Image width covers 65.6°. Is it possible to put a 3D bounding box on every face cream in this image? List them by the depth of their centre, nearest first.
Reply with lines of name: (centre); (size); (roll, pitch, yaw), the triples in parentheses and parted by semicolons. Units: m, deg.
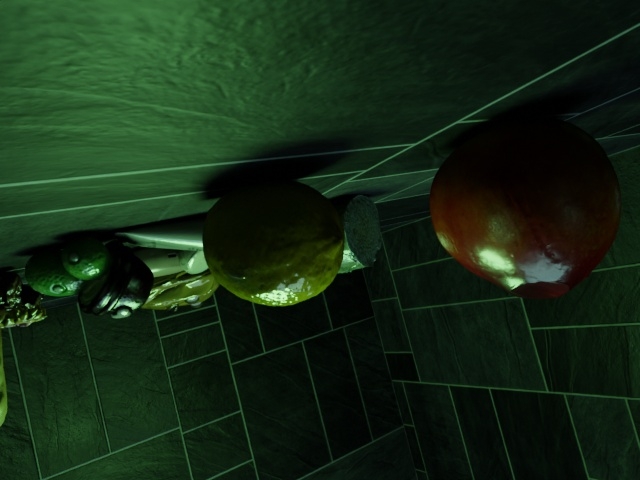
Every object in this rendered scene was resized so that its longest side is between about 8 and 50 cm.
face cream: (-0.315, -0.015, 1.179); (0.314, 0.089, 0.143); (-1, 172, -17)

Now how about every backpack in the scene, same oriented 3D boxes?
backpack: (-0.592, 0.188, 2.051); (0.377, 0.201, 0.353); (-17, 172, -12)

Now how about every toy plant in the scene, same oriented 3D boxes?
toy plant: (-0.510, 0.075, 1.106); (0.218, 0.176, 0.235); (-26, 137, 35)

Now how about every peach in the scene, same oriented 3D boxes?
peach: (0.431, -0.065, 1.053); (0.387, 0.389, 0.388); (-14, 176, -1)

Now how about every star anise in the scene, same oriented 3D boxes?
star anise: (-0.807, 0.145, 1.252); (0.190, 0.126, 0.220); (-17, 174, -14)

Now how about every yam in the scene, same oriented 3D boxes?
yam: (0.000, 0.000, 1.542); (0.347, 0.241, 0.241); (-14, 176, 21)

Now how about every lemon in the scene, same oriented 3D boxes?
lemon: (-0.096, 0.004, 0.970); (0.310, 0.254, 0.253); (2, -177, 26)

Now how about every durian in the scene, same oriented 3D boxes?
durian: (-0.951, 0.199, 1.386); (0.340, 0.112, 0.191); (-4, 175, 16)

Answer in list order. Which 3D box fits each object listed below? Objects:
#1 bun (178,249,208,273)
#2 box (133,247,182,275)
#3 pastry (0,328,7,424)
bun: (-0.354, 0.021, 1.420); (0.138, 0.094, 0.138); (-41, 160, -18)
box: (-0.475, 0.060, 1.477); (0.200, 0.088, 0.145); (-9, 174, -45)
pastry: (-0.708, 0.214, 0.816); (0.312, 0.389, 0.388); (-7, 172, -41)
